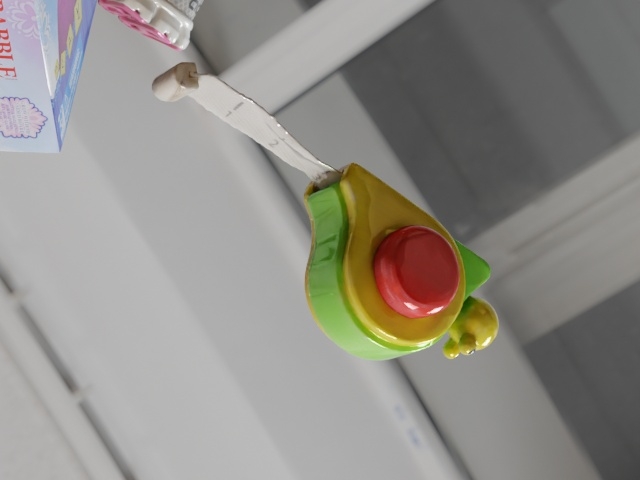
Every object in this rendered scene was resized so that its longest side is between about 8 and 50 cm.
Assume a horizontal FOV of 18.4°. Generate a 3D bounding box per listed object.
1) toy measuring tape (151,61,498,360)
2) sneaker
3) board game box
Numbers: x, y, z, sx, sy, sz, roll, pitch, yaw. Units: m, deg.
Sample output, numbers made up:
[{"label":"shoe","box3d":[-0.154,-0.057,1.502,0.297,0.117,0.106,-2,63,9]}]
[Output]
[{"label":"toy measuring tape","box3d":[0.000,0.000,1.464,0.330,0.121,0.121,34,-145,-21]},{"label":"sneaker","box3d":[-0.127,-0.188,1.159,0.170,0.075,0.063,38,170,-24]},{"label":"board game box","box3d":[-0.216,-0.288,1.487,0.318,0.066,0.318,88,-174,-50]}]
